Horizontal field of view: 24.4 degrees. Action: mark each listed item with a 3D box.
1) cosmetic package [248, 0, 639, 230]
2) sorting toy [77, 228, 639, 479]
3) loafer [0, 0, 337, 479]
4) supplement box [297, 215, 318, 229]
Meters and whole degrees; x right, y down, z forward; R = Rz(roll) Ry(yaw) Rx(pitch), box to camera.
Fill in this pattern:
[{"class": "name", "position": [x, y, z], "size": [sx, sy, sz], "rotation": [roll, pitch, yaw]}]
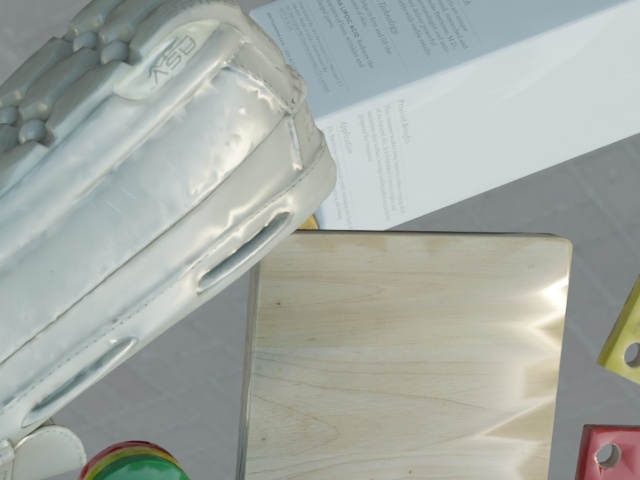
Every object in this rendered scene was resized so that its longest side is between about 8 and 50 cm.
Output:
[{"class": "cosmetic package", "position": [0.146, -0.165, 1.396], "size": [0.385, 0.156, 0.217], "rotation": [-21, 147, -7]}, {"class": "sorting toy", "position": [0.037, 0.059, 0.609], "size": [0.274, 0.046, 0.132], "rotation": [1, 101, -19]}, {"class": "loafer", "position": [-0.124, 0.049, 0.494], "size": [0.319, 0.112, 0.111], "rotation": [-42, 120, -4]}, {"class": "supplement box", "position": [0.000, 0.000, 1.744], "size": [0.080, 0.078, 0.233], "rotation": [-29, 108, 34]}]
